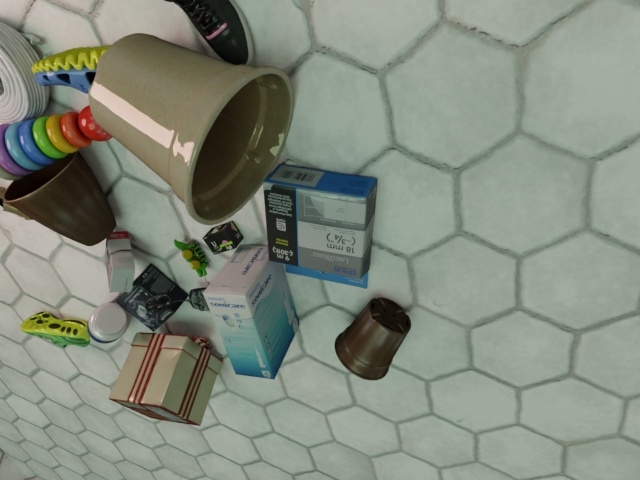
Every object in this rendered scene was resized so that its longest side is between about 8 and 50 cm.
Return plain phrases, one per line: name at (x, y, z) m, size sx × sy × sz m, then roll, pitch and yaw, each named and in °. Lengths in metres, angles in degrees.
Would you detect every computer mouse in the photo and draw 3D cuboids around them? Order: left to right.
computer mouse at (-0.405, 0.180, 1.368) m, size 0.241 × 0.041 × 0.071 m, roll -6°, pitch 98°, yaw -5°

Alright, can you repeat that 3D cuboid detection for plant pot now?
plant pot at (-0.681, -0.098, 1.242) m, size 0.215 × 0.215 × 0.230 m, roll -7°, pitch 134°, yaw 25°
plant pot at (-0.272, -0.250, 0.916) m, size 0.305 × 0.334 × 0.334 m, roll 31°, pitch 129°, yaw 11°
plant pot at (0.145, 0.250, 1.193) m, size 0.166 × 0.167 × 0.165 m, roll 28°, pitch 122°, yaw 0°

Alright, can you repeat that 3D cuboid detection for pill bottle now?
pill bottle at (-0.703, 0.274, 1.501) m, size 0.124 × 0.124 × 0.221 m, roll 42°, pitch 151°, yaw -11°

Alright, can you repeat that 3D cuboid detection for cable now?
cable at (-0.798, -0.410, 1.120) m, size 0.257 × 0.089 × 0.257 m, roll 25°, pitch 129°, yaw 2°

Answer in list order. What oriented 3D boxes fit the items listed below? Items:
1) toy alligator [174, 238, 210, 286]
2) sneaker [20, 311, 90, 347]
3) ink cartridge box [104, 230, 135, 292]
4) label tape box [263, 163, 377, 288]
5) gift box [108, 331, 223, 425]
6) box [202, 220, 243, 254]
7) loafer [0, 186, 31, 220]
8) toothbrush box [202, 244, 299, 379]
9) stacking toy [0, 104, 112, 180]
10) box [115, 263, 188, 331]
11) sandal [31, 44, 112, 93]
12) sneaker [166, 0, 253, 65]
toy alligator at (-0.350, 0.063, 1.313) m, size 0.051 × 0.056 × 0.190 m, roll -35°, pitch 112°, yaw -7°
sneaker at (-1.015, 0.355, 1.730) m, size 0.295 × 0.109 × 0.124 m, roll 9°, pitch 122°, yaw 15°
ink cartridge box at (-0.595, 0.063, 1.339) m, size 0.063 × 0.151 × 0.109 m, roll -1°, pitch 136°, yaw -31°
label tape box at (0.000, 0.000, 1.098) m, size 0.240 × 0.106 × 0.334 m, roll 10°, pitch 126°, yaw 14°
gift box at (-0.494, 0.430, 1.482) m, size 0.255 × 0.258 × 0.276 m, roll 0°, pitch 144°, yaw 20°
box at (-0.263, -0.007, 1.227) m, size 0.083 × 0.052 × 0.062 m, roll -16°, pitch 117°, yaw 31°
loafer at (-0.969, -0.107, 1.424) m, size 0.148 × 0.050 × 0.056 m, roll 34°, pitch 129°, yaw -5°
toothbrush box at (-0.173, 0.191, 1.228) m, size 0.126 × 0.216 × 0.296 m, roll 1°, pitch 125°, yaw 19°
stacking toy at (-0.659, -0.254, 1.126) m, size 0.330 × 0.141 × 0.141 m, roll -13°, pitch 119°, yaw 9°
box at (-0.535, 0.184, 1.439) m, size 0.158 × 0.093 × 0.156 m, roll 43°, pitch 127°, yaw -13°
sandal at (-0.507, -0.364, 1.027) m, size 0.317 × 0.126 × 0.138 m, roll 5°, pitch 129°, yaw 19°
sneaker at (-0.244, -0.446, 0.850) m, size 0.104 × 0.147 × 0.296 m, roll -19°, pitch 116°, yaw 28°
